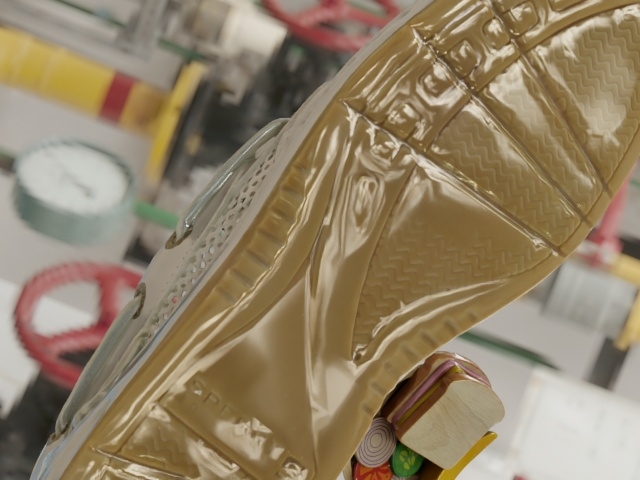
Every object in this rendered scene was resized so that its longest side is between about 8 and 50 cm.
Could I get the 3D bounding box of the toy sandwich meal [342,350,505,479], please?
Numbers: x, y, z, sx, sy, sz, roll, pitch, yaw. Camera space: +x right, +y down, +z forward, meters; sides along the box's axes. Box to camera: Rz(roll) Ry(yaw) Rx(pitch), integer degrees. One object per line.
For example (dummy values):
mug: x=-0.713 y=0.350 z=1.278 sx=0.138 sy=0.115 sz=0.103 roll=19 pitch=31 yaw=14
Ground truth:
toy sandwich meal: x=0.049 y=0.092 z=0.866 sx=0.029 sy=0.085 sz=0.085 roll=40 pitch=-65 yaw=48

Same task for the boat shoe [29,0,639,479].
boat shoe: x=0.000 y=0.000 z=0.602 sx=0.277 sy=0.098 sz=0.096 roll=-46 pitch=-157 yaw=-10
